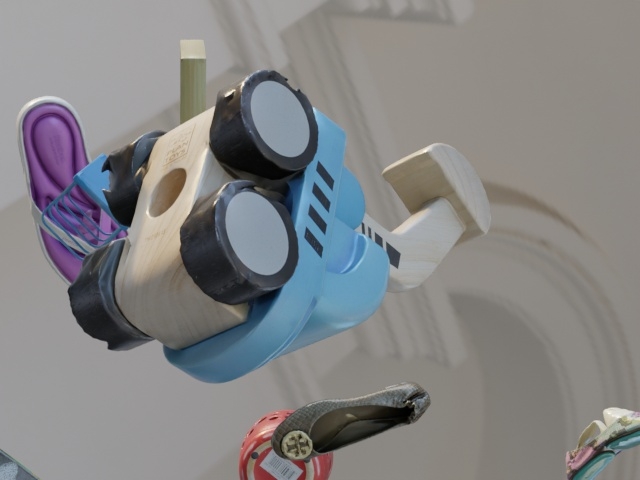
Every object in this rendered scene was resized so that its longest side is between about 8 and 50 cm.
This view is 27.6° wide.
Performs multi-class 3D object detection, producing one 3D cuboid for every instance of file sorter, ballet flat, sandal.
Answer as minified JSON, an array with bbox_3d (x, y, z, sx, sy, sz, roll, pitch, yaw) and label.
[{"bbox_3d":[-0.373,-0.053,2.156,0.118,0.104,0.170,47,14,-8],"label":"file sorter"},{"bbox_3d":[0.049,0.273,1.942,0.058,0.249,0.084,-128,-154,-62],"label":"ballet flat"},{"bbox_3d":[-0.466,-0.063,2.444,0.416,0.169,0.102,69,-10,-18],"label":"sandal"},{"bbox_3d":[0.485,0.331,2.196,0.221,0.076,0.079,-48,-135,40],"label":"ballet flat"}]

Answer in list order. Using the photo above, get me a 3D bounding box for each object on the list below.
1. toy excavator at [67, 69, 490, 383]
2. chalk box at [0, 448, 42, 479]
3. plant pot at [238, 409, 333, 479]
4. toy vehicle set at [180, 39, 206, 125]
[{"bbox_3d":[0.000,0.000,1.407,0.222,0.433,0.445,-24,-48,37],"label":"toy excavator"},{"bbox_3d":[-0.312,0.356,1.428,0.213,0.132,0.132,33,-29,21],"label":"chalk box"},{"bbox_3d":[-0.074,0.446,2.606,0.191,0.191,0.174,53,7,0],"label":"plant pot"},{"bbox_3d":[-0.186,-0.147,1.889,0.166,0.035,0.267,-108,-161,-71],"label":"toy vehicle set"}]
